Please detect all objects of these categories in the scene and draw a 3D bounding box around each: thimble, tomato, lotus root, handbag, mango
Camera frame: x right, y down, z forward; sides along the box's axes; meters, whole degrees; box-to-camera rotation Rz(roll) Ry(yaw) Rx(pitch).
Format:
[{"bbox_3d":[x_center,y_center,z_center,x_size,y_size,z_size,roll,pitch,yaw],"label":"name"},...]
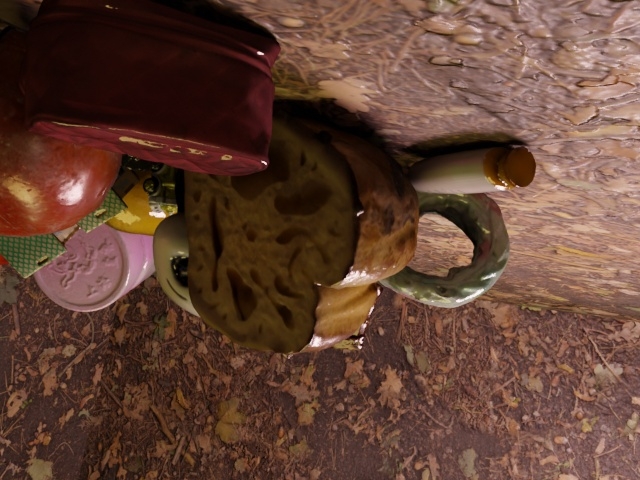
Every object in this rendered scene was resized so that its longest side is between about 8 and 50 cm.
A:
[{"bbox_3d":[0.162,0.009,1.143,0.211,0.185,0.149,-15,171,5],"label":"thimble"},{"bbox_3d":[-0.288,-0.092,0.814,0.155,0.180,0.214,28,148,-12],"label":"tomato"},{"bbox_3d":[0.000,0.000,0.996,0.316,0.316,0.250,4,-179,44],"label":"lotus root"},{"bbox_3d":[-0.149,-0.140,0.705,0.225,0.135,0.146,10,174,-27],"label":"handbag"},{"bbox_3d":[-0.314,-0.077,1.459,0.195,0.142,0.332,14,-178,16],"label":"mango"}]

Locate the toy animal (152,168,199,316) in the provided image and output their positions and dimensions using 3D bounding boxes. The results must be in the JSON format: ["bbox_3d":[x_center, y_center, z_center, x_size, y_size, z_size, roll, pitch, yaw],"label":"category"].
[{"bbox_3d":[-0.140,-0.012,1.187,0.213,0.266,0.212,13,168,3],"label":"toy animal"}]

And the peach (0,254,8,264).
[{"bbox_3d":[-0.681,-0.071,1.639,0.281,0.238,0.281,2,-149,-1],"label":"peach"}]

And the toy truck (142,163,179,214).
[{"bbox_3d":[-0.239,-0.095,1.278,0.077,0.111,0.076,2,172,15],"label":"toy truck"}]

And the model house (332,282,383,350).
[{"bbox_3d":[-0.021,0.101,1.803,0.317,0.282,0.297,10,173,1],"label":"model house"}]

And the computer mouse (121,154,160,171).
[{"bbox_3d":[-0.239,-0.155,0.922,0.147,0.077,0.242,23,158,-24],"label":"computer mouse"}]

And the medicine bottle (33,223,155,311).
[{"bbox_3d":[-0.445,0.009,1.652,0.212,0.212,0.325,10,-167,3],"label":"medicine bottle"}]

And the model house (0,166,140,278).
[{"bbox_3d":[-0.440,-0.062,1.201,0.271,0.206,0.178,-9,127,40],"label":"model house"}]

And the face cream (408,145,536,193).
[{"bbox_3d":[0.181,-0.084,0.963,0.072,0.051,0.182,16,172,-31],"label":"face cream"}]
